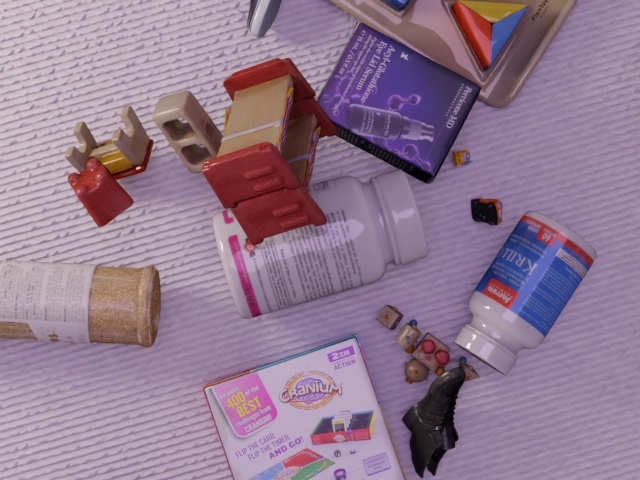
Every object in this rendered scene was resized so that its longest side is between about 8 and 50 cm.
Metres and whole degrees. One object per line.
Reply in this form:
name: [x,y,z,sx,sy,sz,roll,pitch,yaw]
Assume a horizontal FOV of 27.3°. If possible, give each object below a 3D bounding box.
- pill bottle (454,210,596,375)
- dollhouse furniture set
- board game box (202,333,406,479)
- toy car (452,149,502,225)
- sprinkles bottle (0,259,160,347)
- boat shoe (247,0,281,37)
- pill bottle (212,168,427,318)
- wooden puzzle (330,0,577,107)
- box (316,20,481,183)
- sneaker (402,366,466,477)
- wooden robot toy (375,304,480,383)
pill bottle: [0.291,0.079,1.906,0.124,0.124,0.221,33,86,2]
dollhouse furniture set: [-0.177,-0.095,1.841,0.374,0.201,0.152,-15,131,24]
board game box: [-0.008,0.322,1.920,0.242,0.064,0.317,-18,87,-1]
toy car: [0.242,-0.082,1.952,0.040,0.060,0.122,-19,94,-33]
sprinkles bottle: [-0.413,0.087,1.902,0.355,0.121,0.121,3,87,0]
boat shoe: [-0.095,-0.396,1.968,0.083,0.065,0.183,16,84,9]
pill bottle: [0.000,0.000,1.891,0.283,0.160,0.160,-16,87,-1]
wooden puzzle: [0.216,-0.418,1.958,0.347,0.080,0.322,33,87,2]
box: [0.108,-0.199,1.930,0.207,0.108,0.153,27,86,2]
sneaker: [0.175,0.262,1.901,0.170,0.051,0.089,-53,57,37]
wooden robot toy: [0.144,0.173,1.930,0.173,0.076,0.079,36,98,2]
